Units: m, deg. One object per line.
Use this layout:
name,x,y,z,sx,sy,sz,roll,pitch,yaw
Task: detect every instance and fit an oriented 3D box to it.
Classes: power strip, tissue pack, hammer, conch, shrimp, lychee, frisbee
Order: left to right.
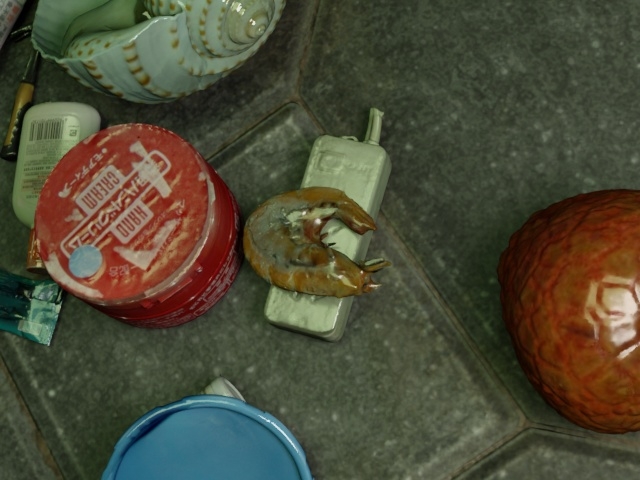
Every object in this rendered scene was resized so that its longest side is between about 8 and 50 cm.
tissue pack,-0.391,0.077,1.369,0.138,0.028,0.085,11,78,21
hammer,-0.397,-0.202,1.451,0.078,0.021,0.201,7,76,17
conch,-0.189,-0.287,1.324,0.303,0.215,0.319,-49,37,-8
frisbee,-0.124,0.289,1.207,0.242,0.045,0.242,0,92,-2
shrimp,-0.002,0.000,1.217,0.187,0.051,0.132,21,82,22
power strip,0.017,-0.028,1.277,0.093,0.053,0.288,13,79,18
lychee,0.305,0.068,1.073,0.300,0.255,0.255,22,80,52

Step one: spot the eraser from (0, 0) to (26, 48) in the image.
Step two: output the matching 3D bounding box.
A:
eraser,-0.483,-0.296,1.471,0.124,0.068,0.210,22,81,29

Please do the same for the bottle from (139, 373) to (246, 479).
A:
bottle,-0.181,0.244,1.248,0.217,0.060,0.060,-39,69,0

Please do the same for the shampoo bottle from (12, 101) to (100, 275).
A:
shampoo bottle,-0.341,-0.067,1.382,0.108,0.051,0.221,0,75,14

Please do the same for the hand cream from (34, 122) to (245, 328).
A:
hand cream,-0.207,-0.012,1.282,0.230,0.149,0.230,-5,71,14
